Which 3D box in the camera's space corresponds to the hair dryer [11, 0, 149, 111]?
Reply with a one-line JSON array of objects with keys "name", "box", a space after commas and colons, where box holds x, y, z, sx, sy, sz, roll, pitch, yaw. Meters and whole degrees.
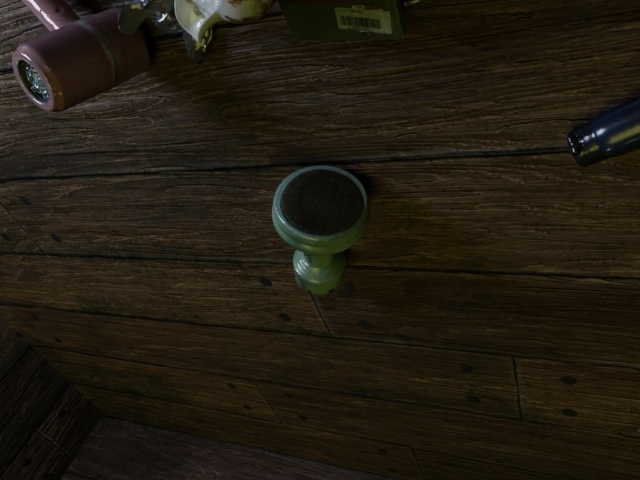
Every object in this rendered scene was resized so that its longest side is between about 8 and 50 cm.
[{"name": "hair dryer", "box": [-0.507, -0.406, 0.981, 0.352, 0.210, 0.125, 46, 143, -2]}]

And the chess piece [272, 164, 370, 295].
[{"name": "chess piece", "box": [0.000, 0.000, 1.169, 0.195, 0.194, 0.299, 17, 149, 10]}]

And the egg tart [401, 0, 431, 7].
[{"name": "egg tart", "box": [0.103, -0.421, 0.717, 0.232, 0.098, 0.252, -3, 136, 35]}]

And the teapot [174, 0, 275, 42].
[{"name": "teapot", "box": [-0.147, -0.387, 0.719, 0.204, 0.139, 0.298, 46, 167, 11]}]

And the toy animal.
[{"name": "toy animal", "box": [-0.228, -0.398, 0.884, 0.197, 0.160, 0.272, -3, 140, 27]}]

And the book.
[{"name": "book", "box": [-0.004, -0.398, 0.734, 0.201, 0.026, 0.289, 13, 149, 29]}]

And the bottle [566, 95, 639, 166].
[{"name": "bottle", "box": [0.485, -0.181, 0.792, 0.244, 0.082, 0.072, -25, 75, 42]}]
